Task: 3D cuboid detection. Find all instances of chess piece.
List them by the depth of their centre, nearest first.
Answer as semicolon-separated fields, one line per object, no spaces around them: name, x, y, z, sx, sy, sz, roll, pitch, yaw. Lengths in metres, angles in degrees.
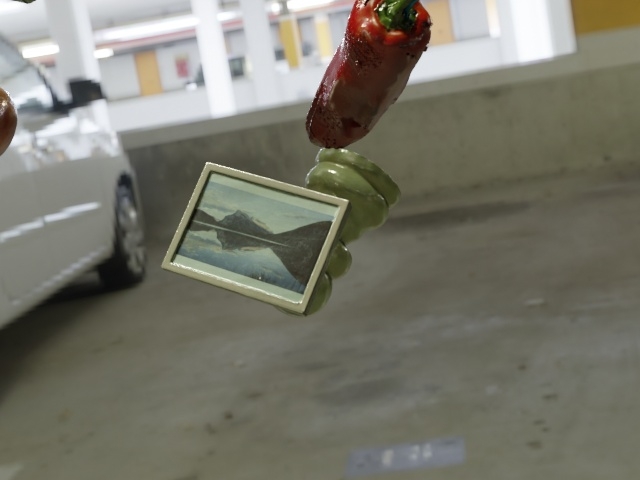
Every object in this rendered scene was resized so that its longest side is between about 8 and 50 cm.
chess piece;0.000;0.000;1.917;0.144;0.144;0.251;2;56;55

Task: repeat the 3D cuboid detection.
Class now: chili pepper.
chili pepper;0.062;-0.223;1.620;0.110;0.110;0.387;-14;-22;-24

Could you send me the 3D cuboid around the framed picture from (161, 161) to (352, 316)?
framed picture;-0.078;-0.005;1.533;0.203;0.150;0.015;17;-14;23

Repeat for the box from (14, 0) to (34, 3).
box;-0.368;-0.519;1.814;0.396;0.111;0.396;-53;31;-8

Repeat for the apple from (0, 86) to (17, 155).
apple;-0.589;-0.194;2.087;0.199;0.199;0.199;-10;8;1
